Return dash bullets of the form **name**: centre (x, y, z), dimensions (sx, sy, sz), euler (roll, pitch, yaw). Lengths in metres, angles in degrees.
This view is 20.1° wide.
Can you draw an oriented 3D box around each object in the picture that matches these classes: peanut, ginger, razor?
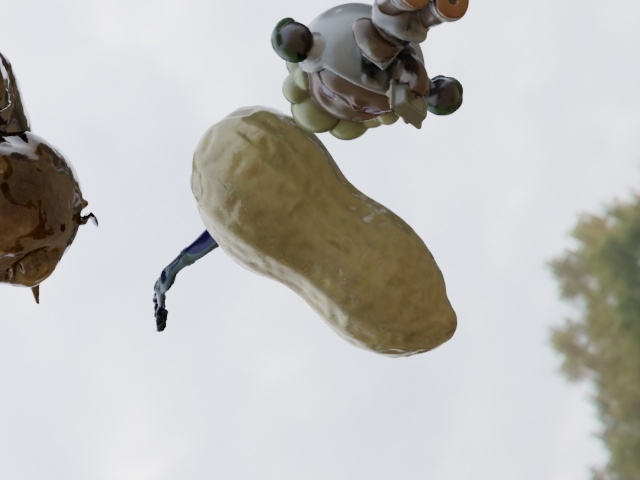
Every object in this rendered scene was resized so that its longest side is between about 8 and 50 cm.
- **peanut**: centre (0.000, 0.000, 1.438), dimensions (0.257, 0.123, 0.123), euler (43, -108, -14)
- **ginger**: centre (-0.335, -0.046, 1.744), dimensions (0.176, 0.254, 0.418), euler (-22, -3, -20)
- **razor**: centre (-0.117, 0.023, 1.603), dimensions (0.028, 0.044, 0.154), euler (15, -42, -29)

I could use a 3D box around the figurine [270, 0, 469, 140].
- **figurine**: centre (0.038, -0.127, 1.268), dimensions (0.197, 0.147, 0.093), euler (158, 130, -71)
